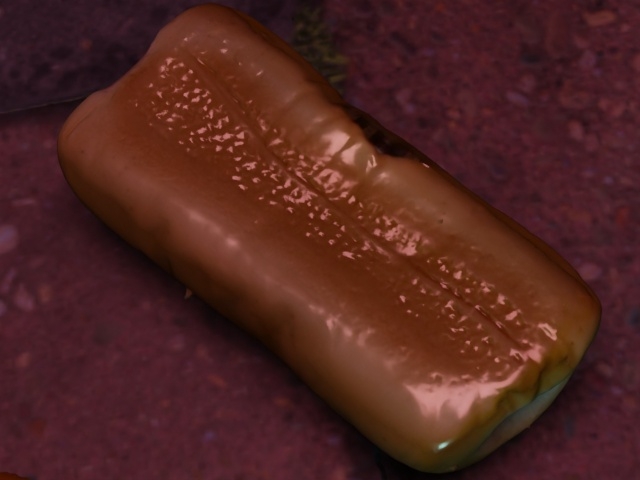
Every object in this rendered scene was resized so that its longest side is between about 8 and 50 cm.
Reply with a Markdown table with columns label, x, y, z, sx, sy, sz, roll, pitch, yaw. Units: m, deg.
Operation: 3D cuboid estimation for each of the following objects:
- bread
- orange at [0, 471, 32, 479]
| label | x | y | z | sx | sy | sz | roll | pitch | yaw |
| --- | --- | --- | --- | --- | --- | --- | --- | --- | --- |
| bread | 0.000 | 0.000 | 0.929 | 0.305 | 0.091 | 0.142 | 40 | 78 | 23 |
| orange | -0.167 | 0.216 | 0.777 | 0.240 | 0.171 | 0.240 | -2 | 62 | 4 |
